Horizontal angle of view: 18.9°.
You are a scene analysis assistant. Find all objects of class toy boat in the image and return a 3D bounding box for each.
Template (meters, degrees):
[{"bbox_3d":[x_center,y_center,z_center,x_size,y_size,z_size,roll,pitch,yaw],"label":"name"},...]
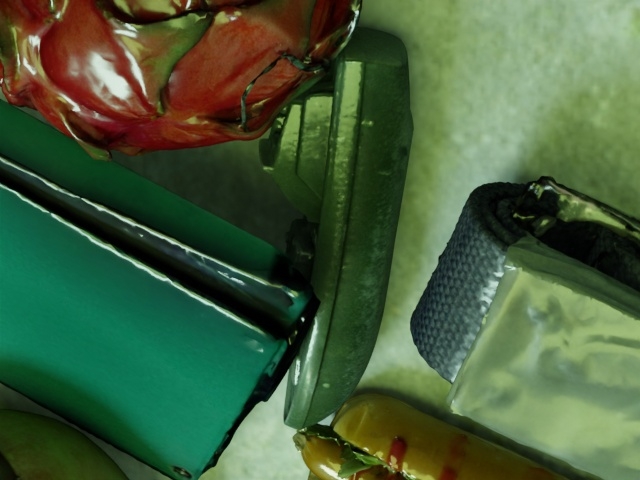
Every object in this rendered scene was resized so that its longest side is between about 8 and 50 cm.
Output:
[{"bbox_3d":[0.000,0.000,1.135,0.085,0.078,0.260,4,118,-7],"label":"toy boat"}]

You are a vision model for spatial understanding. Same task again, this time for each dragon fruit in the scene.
[{"bbox_3d":[-0.067,-0.147,1.021,0.274,0.192,0.193,-19,111,18],"label":"dragon fruit"}]

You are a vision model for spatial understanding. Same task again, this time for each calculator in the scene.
[{"bbox_3d":[-0.136,0.032,1.140,0.248,0.058,0.274,29,149,2],"label":"calculator"}]

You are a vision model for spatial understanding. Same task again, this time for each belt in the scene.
[{"bbox_3d":[0.174,0.052,1.083,0.230,0.139,0.126,27,119,3],"label":"belt"}]

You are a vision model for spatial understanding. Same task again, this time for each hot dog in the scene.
[{"bbox_3d":[0.095,0.177,1.200,0.250,0.076,0.104,26,119,-1],"label":"hot dog"}]

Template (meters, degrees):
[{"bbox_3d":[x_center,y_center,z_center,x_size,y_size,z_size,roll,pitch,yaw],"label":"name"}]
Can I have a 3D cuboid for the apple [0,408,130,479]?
[{"bbox_3d":[-0.209,0.201,1.233,0.188,0.174,0.207,1,126,45],"label":"apple"}]
